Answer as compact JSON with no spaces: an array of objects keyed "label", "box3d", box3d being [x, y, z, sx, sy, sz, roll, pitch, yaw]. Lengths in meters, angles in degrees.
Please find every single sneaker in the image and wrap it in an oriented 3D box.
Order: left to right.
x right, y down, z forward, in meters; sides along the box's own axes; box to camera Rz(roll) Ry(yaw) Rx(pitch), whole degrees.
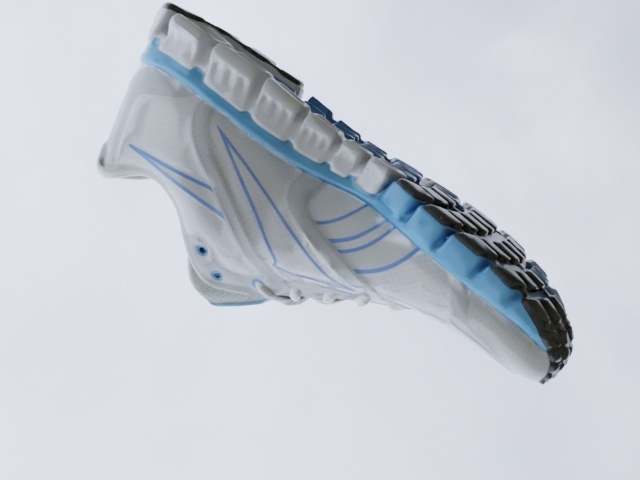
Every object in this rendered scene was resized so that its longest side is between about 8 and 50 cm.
[{"label":"sneaker","box3d":[0.000,0.000,0.485,0.190,0.083,0.071,37,-170,17]}]
